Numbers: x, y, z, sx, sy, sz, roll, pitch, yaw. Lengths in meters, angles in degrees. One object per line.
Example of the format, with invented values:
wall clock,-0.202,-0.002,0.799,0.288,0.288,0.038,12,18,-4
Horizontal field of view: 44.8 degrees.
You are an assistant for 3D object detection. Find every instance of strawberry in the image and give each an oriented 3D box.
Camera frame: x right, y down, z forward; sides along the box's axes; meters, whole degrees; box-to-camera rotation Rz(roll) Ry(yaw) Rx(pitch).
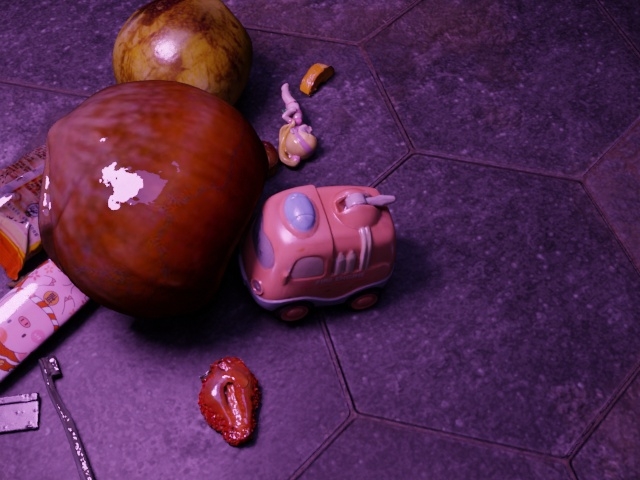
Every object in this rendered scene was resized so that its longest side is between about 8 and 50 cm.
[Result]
strawberry,-0.144,0.250,1.238,0.104,0.048,0.152,-22,55,-10

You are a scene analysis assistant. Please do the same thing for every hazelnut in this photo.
hazelnut,-0.280,-0.072,1.286,0.359,0.359,0.409,15,51,11

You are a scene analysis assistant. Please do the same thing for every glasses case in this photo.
glasses case,-0.497,0.137,1.291,0.103,0.067,0.267,44,66,-4

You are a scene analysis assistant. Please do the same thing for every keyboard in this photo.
keyboard,-0.547,0.283,1.239,0.195,0.018,0.060,-6,63,-3

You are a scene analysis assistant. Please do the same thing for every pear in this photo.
pear,-0.265,-0.353,1.518,0.283,0.283,0.283,0,55,0

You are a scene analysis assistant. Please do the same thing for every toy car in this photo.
toy car,0.000,0.000,1.298,0.270,0.212,0.180,-8,56,-15

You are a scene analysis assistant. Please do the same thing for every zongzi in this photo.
zongzi,-0.506,0.060,1.381,0.083,0.040,0.076,13,60,23

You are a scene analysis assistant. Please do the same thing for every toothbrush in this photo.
toothbrush,-0.387,0.303,1.215,0.030,0.030,0.297,-18,56,-23

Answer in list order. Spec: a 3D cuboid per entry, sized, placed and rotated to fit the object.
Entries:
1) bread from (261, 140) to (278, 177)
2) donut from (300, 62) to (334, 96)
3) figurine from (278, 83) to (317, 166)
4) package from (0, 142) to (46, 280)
bread,-0.124,-0.161,1.516,0.085,0.053,0.085,0,55,0
donut,-0.011,-0.345,1.658,0.038,0.067,0.083,33,93,14
figurine,-0.056,-0.229,1.558,0.083,0.083,0.187,-11,62,-7
package,-0.519,-0.075,1.431,0.223,0.108,0.288,34,59,20
